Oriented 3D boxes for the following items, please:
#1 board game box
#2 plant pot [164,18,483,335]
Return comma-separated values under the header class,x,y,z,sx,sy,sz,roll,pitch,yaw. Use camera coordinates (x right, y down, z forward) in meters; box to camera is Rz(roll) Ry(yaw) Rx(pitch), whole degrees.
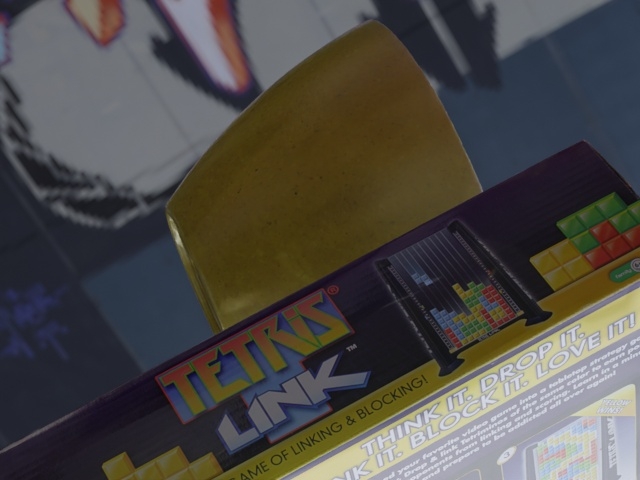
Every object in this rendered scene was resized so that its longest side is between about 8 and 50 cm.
class,x,y,z,sx,sy,sz,roll,pitch,yaw
board game box,0.013,0.067,0.473,0.170,0.141,0.048,-27,-128,-12
plant pot,0.000,0.000,0.649,0.095,0.134,0.134,-23,-157,-7
